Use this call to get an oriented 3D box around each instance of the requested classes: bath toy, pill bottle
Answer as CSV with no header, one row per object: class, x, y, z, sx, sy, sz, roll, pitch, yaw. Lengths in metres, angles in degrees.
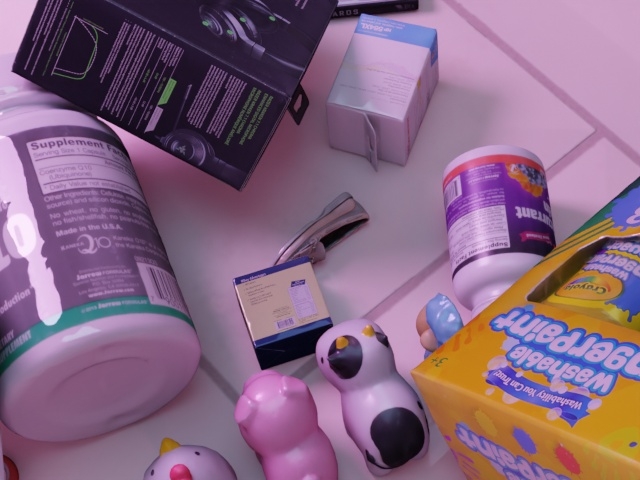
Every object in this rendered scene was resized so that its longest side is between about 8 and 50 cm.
bath toy,-0.016,0.174,1.395,0.348,0.129,0.151,-27,62,-10
pill bottle,-0.268,0.000,1.471,0.204,0.204,0.361,-21,60,-7
pill bottle,0.184,0.010,1.482,0.108,0.108,0.193,-5,61,2

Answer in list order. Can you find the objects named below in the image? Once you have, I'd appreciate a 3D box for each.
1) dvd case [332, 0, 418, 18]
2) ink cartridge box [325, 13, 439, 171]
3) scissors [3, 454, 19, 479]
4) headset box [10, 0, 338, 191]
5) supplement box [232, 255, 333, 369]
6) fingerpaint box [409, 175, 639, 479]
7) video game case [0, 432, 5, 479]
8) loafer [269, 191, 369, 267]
dvd case,-0.011,-0.338,1.741,0.239,0.029,0.179,-6,60,2
ink cartridge box,0.066,-0.157,1.596,0.090,0.092,0.143,15,62,13
scissors,-0.430,0.204,1.473,0.297,0.021,0.109,30,69,18
headset box,-0.134,-0.211,1.527,0.283,0.131,0.246,27,34,-5
supplement box,-0.037,0.073,1.494,0.083,0.056,0.083,-17,61,-5
fingerpaint box,0.358,0.106,1.239,0.371,0.163,0.445,-38,27,-19
video game case,-0.336,0.111,1.386,0.023,0.201,0.183,-11,28,-24
loafer,0.000,0.000,1.542,0.039,0.045,0.125,40,68,16
